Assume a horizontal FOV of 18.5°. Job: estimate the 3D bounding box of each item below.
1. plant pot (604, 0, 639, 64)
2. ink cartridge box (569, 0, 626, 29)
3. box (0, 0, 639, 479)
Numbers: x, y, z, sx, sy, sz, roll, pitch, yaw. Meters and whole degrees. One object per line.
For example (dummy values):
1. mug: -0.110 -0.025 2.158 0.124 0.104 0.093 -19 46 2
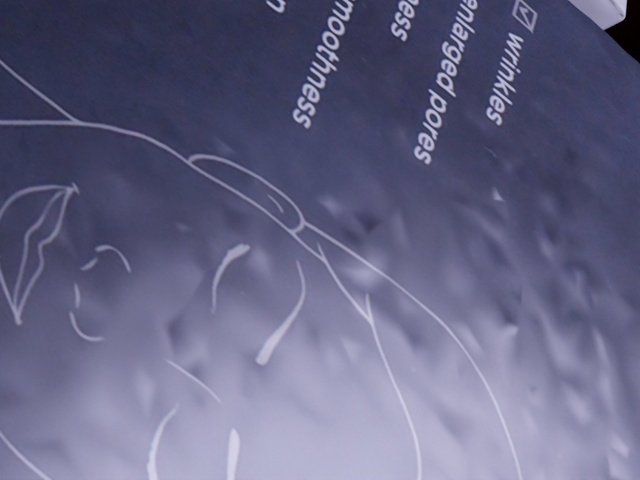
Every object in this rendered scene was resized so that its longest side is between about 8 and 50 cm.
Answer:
1. plant pot: 0.262 -0.094 1.542 0.265 0.272 0.272 50 35 -34
2. ink cartridge box: 0.125 -0.250 1.486 0.117 0.201 0.278 42 39 -30
3. box: -0.086 0.054 0.843 0.471 0.297 0.480 37 45 -19
